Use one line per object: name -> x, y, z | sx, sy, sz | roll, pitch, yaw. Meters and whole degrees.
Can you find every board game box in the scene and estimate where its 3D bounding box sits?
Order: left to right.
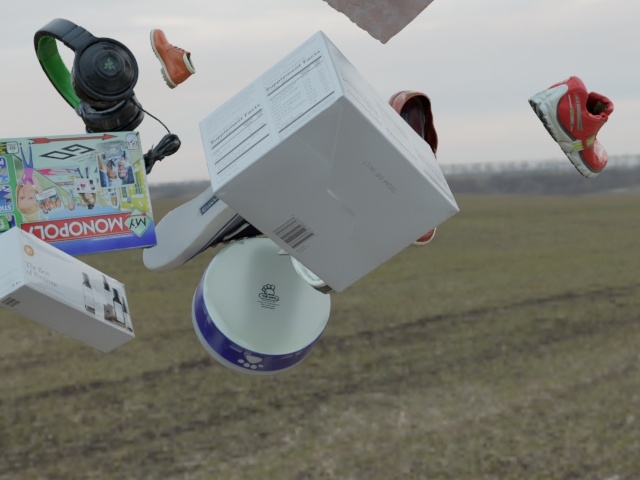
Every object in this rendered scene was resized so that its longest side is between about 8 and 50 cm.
board game box -> -0.452, -0.075, 1.834 | 0.317, 0.213, 0.046 | -8, -5, -32

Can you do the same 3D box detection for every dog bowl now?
dog bowl -> -0.117, 0.130, 2.104 | 0.265, 0.264, 0.104 | -4, -27, -22

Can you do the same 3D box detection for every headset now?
headset -> -0.448, -0.281, 2.142 | 0.394, 0.185, 0.243 | 36, -27, 17

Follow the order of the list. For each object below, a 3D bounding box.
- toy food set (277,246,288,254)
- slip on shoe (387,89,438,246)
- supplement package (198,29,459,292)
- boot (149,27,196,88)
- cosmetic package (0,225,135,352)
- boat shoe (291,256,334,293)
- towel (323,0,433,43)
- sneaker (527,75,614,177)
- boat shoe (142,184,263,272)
toy food set -> -0.033, -0.083, 1.711 | 0.071, 0.217, 0.128 | 23, -5, -27
slip on shoe -> 0.190, -0.152, 2.178 | 0.123, 0.331, 0.101 | 0, -6, -18
supplement package -> 0.010, -0.093, 1.349 | 0.204, 0.145, 0.262 | -35, -48, 17
boot -> -0.359, -0.458, 2.583 | 0.085, 0.157, 0.059 | -27, -8, 19
cosmetic package -> -0.361, 0.073, 1.489 | 0.060, 0.098, 0.239 | -30, -33, 15
boat shoe -> 0.004, -0.002, 1.941 | 0.109, 0.091, 0.305 | -24, 37, 10
towel -> 0.124, -0.610, 2.244 | 0.332, 0.053, 0.317 | 31, -55, -29
sneaker -> 0.475, -0.202, 1.883 | 0.118, 0.107, 0.279 | -34, -32, 16
boat shoe -> -0.195, -0.026, 2.144 | 0.341, 0.127, 0.158 | -36, -41, 24
